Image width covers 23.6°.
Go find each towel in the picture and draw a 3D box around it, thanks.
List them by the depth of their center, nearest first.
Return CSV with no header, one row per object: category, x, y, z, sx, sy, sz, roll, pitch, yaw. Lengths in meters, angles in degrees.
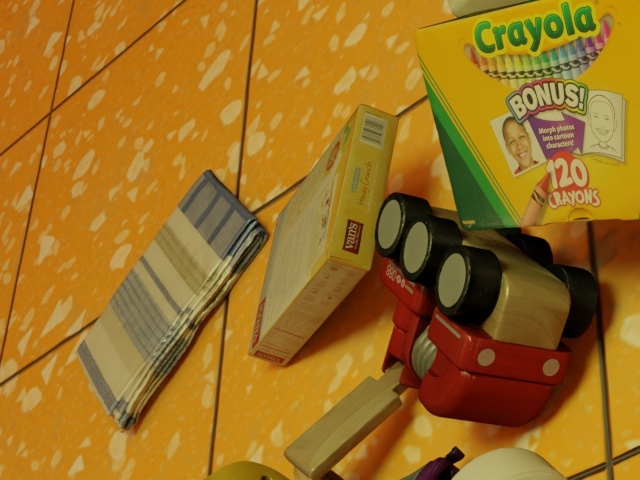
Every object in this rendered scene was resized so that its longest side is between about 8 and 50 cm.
towel,-0.176,0.064,1.764,0.285,0.034,0.209,-55,29,4

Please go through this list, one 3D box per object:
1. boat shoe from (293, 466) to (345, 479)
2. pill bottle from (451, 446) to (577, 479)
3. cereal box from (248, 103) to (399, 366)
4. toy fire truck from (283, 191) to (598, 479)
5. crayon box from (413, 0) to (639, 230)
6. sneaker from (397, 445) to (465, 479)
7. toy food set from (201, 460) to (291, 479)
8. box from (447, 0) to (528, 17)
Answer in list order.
boat shoe,0.008,0.244,1.317,0.059,0.063,0.170,-52,30,6
pill bottle,0.172,0.236,1.025,0.131,0.131,0.229,-56,31,5
cereal box,0.000,0.000,1.478,0.240,0.047,0.173,128,157,-58
toy fire truck,0.088,0.103,1.273,0.217,0.158,0.246,-134,58,-63
crayon box,0.198,-0.101,1.114,0.278,0.081,0.165,-4,103,56
sneaker,0.092,0.253,1.176,0.098,0.083,0.224,-41,34,18
toy food set,-0.059,0.296,1.320,0.071,0.128,0.218,-54,32,34
box,0.253,-0.316,1.387,0.311,0.121,0.148,-40,37,29
